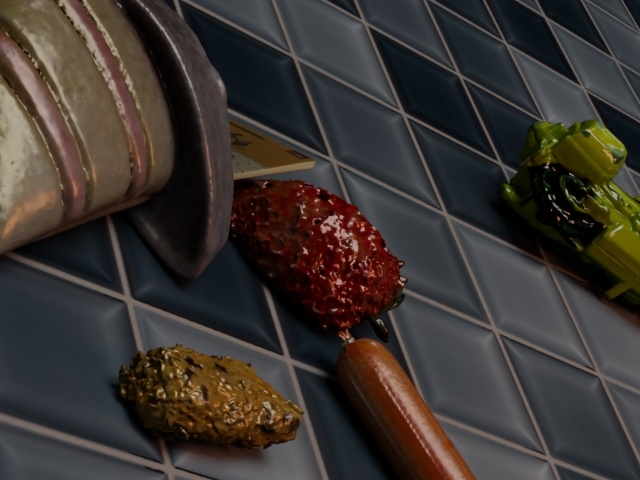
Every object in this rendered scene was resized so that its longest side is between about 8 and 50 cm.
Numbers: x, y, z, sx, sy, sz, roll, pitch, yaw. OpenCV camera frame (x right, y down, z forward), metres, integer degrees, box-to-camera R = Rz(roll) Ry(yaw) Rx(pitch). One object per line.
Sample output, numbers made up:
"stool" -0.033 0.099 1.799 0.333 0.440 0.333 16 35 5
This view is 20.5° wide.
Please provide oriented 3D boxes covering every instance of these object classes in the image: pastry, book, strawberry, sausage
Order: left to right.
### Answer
"pastry" -0.078 0.117 1.296 0.140 0.056 0.080 7 33 -49
"book" -0.094 -0.083 1.563 0.118 0.012 0.172 27 19 23
"strawberry" 0.003 0.002 1.557 0.140 0.085 0.192 -4 52 -55
"sausage" 0.109 0.213 1.432 0.053 0.053 0.348 0 51 -56

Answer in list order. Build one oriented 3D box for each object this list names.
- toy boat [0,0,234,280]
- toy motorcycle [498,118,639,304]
"toy boat" -0.179 -0.108 1.368 0.293 0.111 0.276 11 65 -58
"toy motorcycle" 0.364 -0.013 2.047 0.342 0.142 0.206 36 26 -22
